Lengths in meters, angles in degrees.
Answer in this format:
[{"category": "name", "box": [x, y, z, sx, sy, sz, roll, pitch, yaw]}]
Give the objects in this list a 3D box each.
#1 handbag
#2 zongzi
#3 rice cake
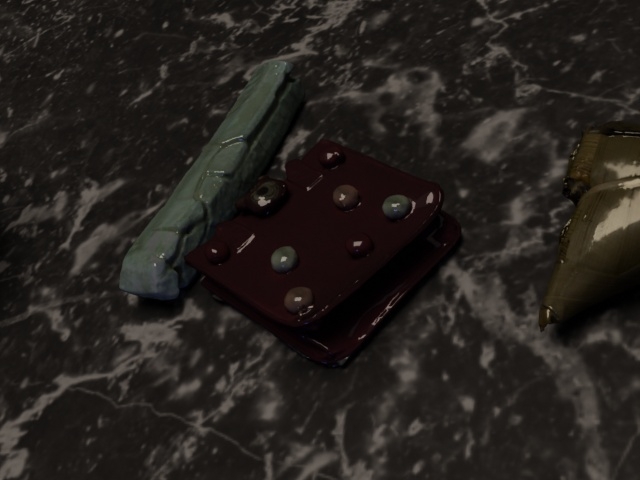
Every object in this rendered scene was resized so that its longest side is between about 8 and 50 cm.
[{"category": "handbag", "box": [-0.001, -0.002, 0.951, 0.203, 0.074, 0.216, -42, 44, -18]}, {"category": "zongzi", "box": [0.281, 0.001, 0.797, 0.194, 0.099, 0.197, 8, 62, 33]}, {"category": "rice cake", "box": [-0.111, -0.068, 1.083, 0.066, 0.063, 0.336, -1, 48, 36]}]
